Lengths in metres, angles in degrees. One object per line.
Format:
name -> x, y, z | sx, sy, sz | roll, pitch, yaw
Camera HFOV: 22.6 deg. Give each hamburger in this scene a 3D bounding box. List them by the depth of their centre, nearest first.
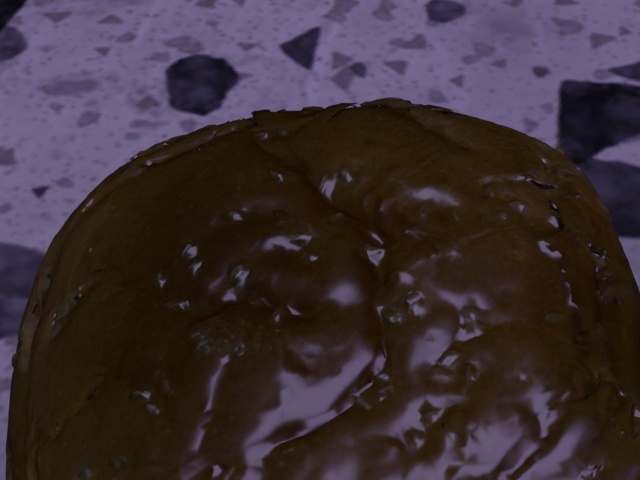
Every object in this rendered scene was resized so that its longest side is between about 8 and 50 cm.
hamburger -> 0.000, 0.063, 0.630 | 0.265, 0.134, 0.285 | -9, 43, -1
